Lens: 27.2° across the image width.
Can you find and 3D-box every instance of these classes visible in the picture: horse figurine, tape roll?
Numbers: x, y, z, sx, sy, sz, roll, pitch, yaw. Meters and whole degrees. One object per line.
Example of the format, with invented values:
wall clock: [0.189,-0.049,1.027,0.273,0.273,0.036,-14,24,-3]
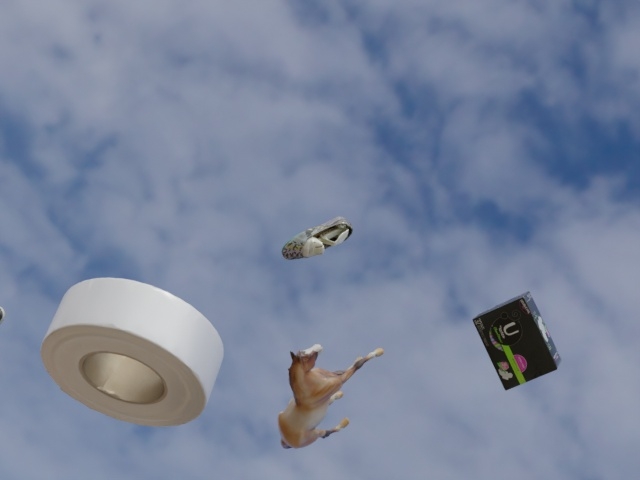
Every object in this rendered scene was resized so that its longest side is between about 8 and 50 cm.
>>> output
horse figurine: [-0.006,0.249,2.041,0.066,0.174,0.263,47,-46,25]
tape roll: [-0.306,0.186,2.149,0.286,0.100,0.286,11,-37,8]

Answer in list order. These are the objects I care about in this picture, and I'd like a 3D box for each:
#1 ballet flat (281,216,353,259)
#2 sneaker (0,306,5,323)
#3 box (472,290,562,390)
ballet flat: [0.000,0.000,1.826,0.041,0.114,0.041,35,-41,37]
sneaker: [-0.408,0.084,1.530,0.083,0.031,0.037,4,-11,9]
box: [0.206,0.105,1.385,0.062,0.052,0.083,-26,-93,17]
